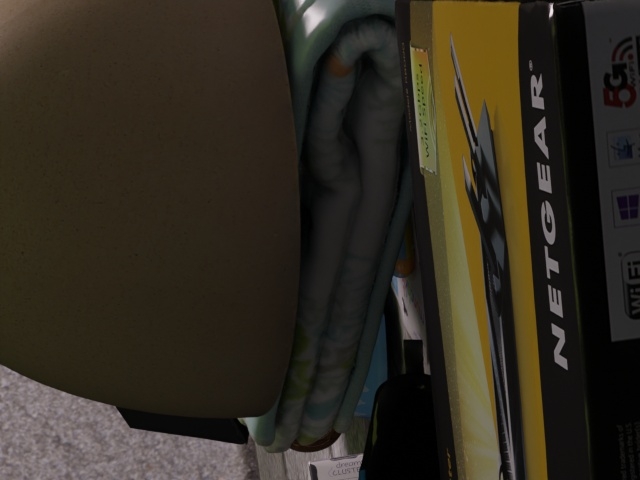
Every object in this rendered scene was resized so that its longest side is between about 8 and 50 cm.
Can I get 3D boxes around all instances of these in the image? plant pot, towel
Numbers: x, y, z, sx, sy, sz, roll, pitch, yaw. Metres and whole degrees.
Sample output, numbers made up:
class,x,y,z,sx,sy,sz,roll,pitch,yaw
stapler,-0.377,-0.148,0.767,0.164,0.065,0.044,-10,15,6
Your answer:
class,x,y,z,sx,sy,sz,roll,pitch,yaw
plant pot,-0.139,-0.031,0.950,0.284,0.191,0.284,176,90,-74
towel,-0.028,-0.092,1.056,0.320,0.090,0.374,-108,22,-43

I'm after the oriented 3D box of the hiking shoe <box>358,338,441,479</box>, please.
class,x,y,z,sx,sy,sz,roll,pitch,yaw
hiking shoe,0.063,0.194,0.824,0.304,0.113,0.132,-107,2,-53

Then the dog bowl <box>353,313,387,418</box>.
class,x,y,z,sx,sy,sz,roll,pitch,yaw
dog bowl,0.000,0.000,1.330,0.166,0.074,0.297,-161,65,-84

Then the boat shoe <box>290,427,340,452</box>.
class,x,y,z,sx,sy,sz,roll,pitch,yaw
boat shoe,-0.026,0.043,1.475,0.104,0.111,0.307,-152,54,-83

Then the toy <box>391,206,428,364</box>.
class,x,y,z,sx,sy,sz,roll,pitch,yaw
toy,0.030,-0.045,1.148,0.137,0.056,0.237,-108,13,-64

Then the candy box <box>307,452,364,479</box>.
class,x,y,z,sx,sy,sz,roll,pitch,yaw
candy box,0.037,0.301,1.396,0.165,0.070,0.196,91,169,-57

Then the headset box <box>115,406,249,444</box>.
class,x,y,z,sx,sy,sz,roll,pitch,yaw
headset box,-0.127,0.028,1.582,0.246,0.131,0.283,69,-148,-54

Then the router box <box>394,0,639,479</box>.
class,x,y,z,sx,sy,sz,roll,pitch,yaw
router box,0.098,0.063,0.583,0.243,0.081,0.309,-134,37,-79

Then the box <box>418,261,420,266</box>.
class,x,y,z,sx,sy,sz,roll,pitch,yaw
box,0.081,0.013,0.900,0.137,0.027,0.094,-106,13,-54
